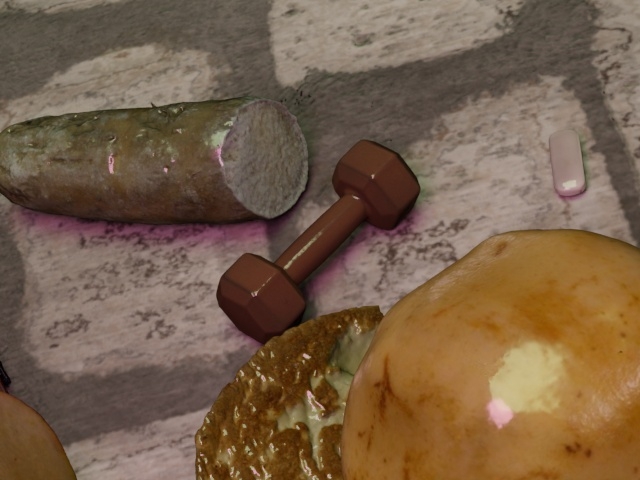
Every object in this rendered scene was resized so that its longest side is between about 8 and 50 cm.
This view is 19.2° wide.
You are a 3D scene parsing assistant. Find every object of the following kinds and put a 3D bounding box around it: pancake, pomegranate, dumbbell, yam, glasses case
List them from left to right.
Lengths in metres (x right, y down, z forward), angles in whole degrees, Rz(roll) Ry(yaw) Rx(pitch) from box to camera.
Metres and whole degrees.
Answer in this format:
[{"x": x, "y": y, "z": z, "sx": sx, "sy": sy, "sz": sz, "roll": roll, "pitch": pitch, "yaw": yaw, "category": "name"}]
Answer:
[{"x": -0.187, "y": -0.082, "z": 1.936, "sx": 0.330, "sy": 0.133, "sz": 0.133, "roll": 1, "pitch": 50, "yaw": 19, "category": "yam"}, {"x": -0.006, "y": 0.191, "z": 1.660, "sx": 0.197, "sy": 0.054, "sz": 0.376, "roll": 32, "pitch": 51, "yaw": 5, "category": "pancake"}, {"x": 0.000, "y": 0.000, "z": 1.835, "sx": 0.082, "sy": 0.092, "sz": 0.231, "roll": 42, "pitch": 67, "yaw": 8, "category": "dumbbell"}, {"x": 0.180, "y": 0.153, "z": 1.489, "sx": 0.332, "sy": 0.332, "sz": 0.332, "roll": -9, "pitch": 48, "yaw": 10, "category": "pomegranate"}, {"x": 0.244, "y": -0.077, "z": 1.868, "sx": 0.032, "sy": 0.021, "sz": 0.083, "roll": -8, "pitch": 48, "yaw": 7, "category": "glasses case"}]

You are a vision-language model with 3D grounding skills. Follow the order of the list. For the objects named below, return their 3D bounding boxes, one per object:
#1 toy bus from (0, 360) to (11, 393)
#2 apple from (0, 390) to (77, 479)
[{"x": -0.322, "y": 0.154, "z": 1.793, "sx": 0.073, "sy": 0.096, "sz": 0.235, "roll": -27, "pitch": 48, "yaw": -11, "category": "toy bus"}, {"x": -0.231, "y": 0.297, "z": 1.467, "sx": 0.328, "sy": 0.295, "sz": 0.365, "roll": 5, "pitch": 26, "yaw": 3, "category": "apple"}]
